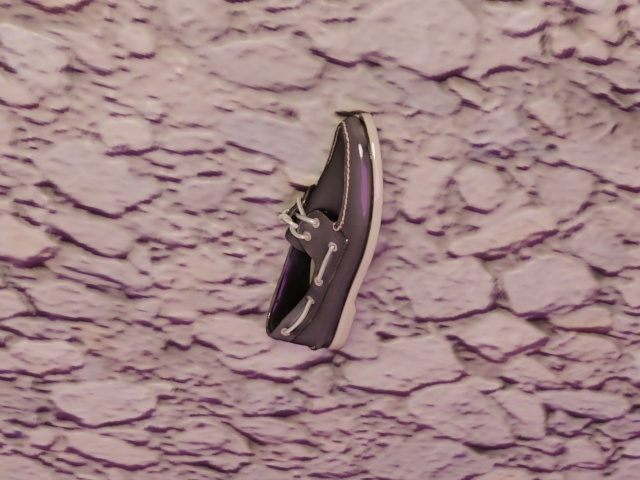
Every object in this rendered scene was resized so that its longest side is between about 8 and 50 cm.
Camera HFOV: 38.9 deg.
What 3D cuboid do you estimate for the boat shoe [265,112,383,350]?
[{"bbox_3d":[0.000,0.000,0.673,0.065,0.075,0.206,2,126,-12],"label":"boat shoe"}]
